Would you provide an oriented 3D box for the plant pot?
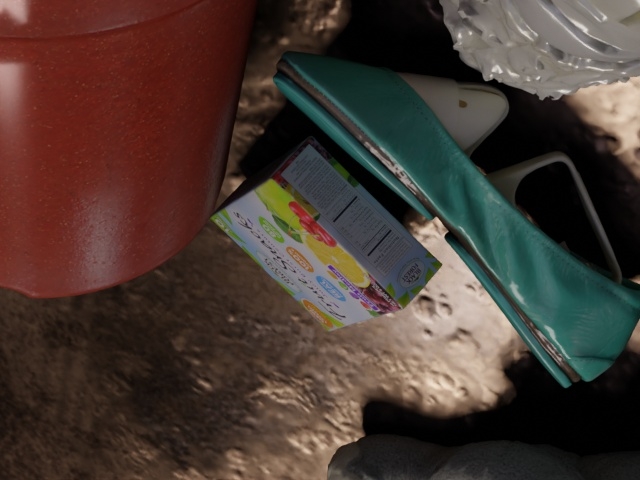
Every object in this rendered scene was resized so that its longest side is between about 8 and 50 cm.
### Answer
[{"bbox_3d":[-0.141,-0.129,0.903,0.272,0.272,0.265,21,138,13],"label":"plant pot"}]

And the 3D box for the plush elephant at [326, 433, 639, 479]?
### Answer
[{"bbox_3d":[0.152,0.255,1.013,0.330,0.255,0.272,-18,113,36],"label":"plush elephant"}]

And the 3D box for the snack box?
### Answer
[{"bbox_3d":[0.000,0.000,1.012,0.100,0.037,0.141,45,163,-7],"label":"snack box"}]

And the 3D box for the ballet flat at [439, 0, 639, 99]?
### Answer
[{"bbox_3d":[0.182,-0.166,0.775,0.409,0.147,0.147,-31,105,41],"label":"ballet flat"}]

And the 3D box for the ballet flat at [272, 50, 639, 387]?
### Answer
[{"bbox_3d":[0.084,-0.031,0.967,0.087,0.083,0.247,-44,103,1],"label":"ballet flat"}]
